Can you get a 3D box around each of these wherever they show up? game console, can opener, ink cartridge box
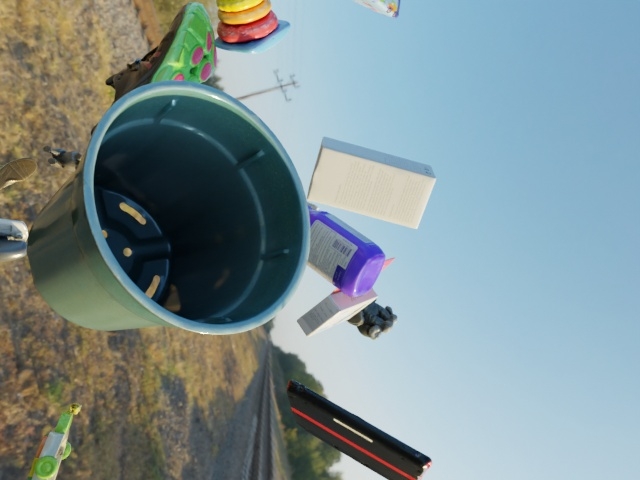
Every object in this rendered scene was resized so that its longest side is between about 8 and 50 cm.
[{"bbox_3d":[0.093,0.501,1.483,0.387,0.060,0.342,25,-29,17],"label":"game console"},{"bbox_3d":[-0.766,-0.013,1.201,0.076,0.284,0.095,-63,-147,36],"label":"can opener"},{"bbox_3d":[0.099,0.166,1.720,0.066,0.261,0.296,54,24,13],"label":"ink cartridge box"}]

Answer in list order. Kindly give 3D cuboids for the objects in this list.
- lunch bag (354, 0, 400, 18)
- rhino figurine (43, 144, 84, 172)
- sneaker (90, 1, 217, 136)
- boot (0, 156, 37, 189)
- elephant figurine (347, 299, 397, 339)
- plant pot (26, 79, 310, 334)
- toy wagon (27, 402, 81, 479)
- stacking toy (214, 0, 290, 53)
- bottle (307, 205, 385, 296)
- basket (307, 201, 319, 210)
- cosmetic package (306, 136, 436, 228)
[{"bbox_3d":[0.066,-0.738,1.592,0.293,0.221,0.138,26,-81,35],"label":"lunch bag"},{"bbox_3d":[-0.820,-0.262,1.987,0.106,0.244,0.073,163,-57,-85],"label":"rhino figurine"},{"bbox_3d":[-0.397,-0.400,1.379,0.185,0.202,0.482,78,29,-58],"label":"sneaker"},{"bbox_3d":[-1.141,-0.239,2.065,0.165,0.213,0.077,14,-45,45],"label":"boot"},{"bbox_3d":[0.157,0.235,2.109,0.239,0.186,0.169,50,8,-9],"label":"elephant figurine"},{"bbox_3d":[-0.252,-0.012,0.861,0.334,0.341,0.340,-18,-93,43],"label":"plant pot"},{"bbox_3d":[-0.750,0.621,1.597,0.267,0.068,0.344,150,-46,-71],"label":"toy wagon"},{"bbox_3d":[-0.207,-0.634,1.434,0.166,0.175,0.301,23,-36,33],"label":"stacking toy"},{"bbox_3d":[0.000,0.000,1.205,0.283,0.092,0.118,35,-66,30],"label":"bottle"},{"bbox_3d":[-0.090,-0.079,2.032,0.113,0.167,0.103,-64,157,-15],"label":"basket"},{"bbox_3d":[0.195,-0.229,2.268,0.161,0.454,0.230,-85,-169,-65],"label":"cosmetic package"}]
